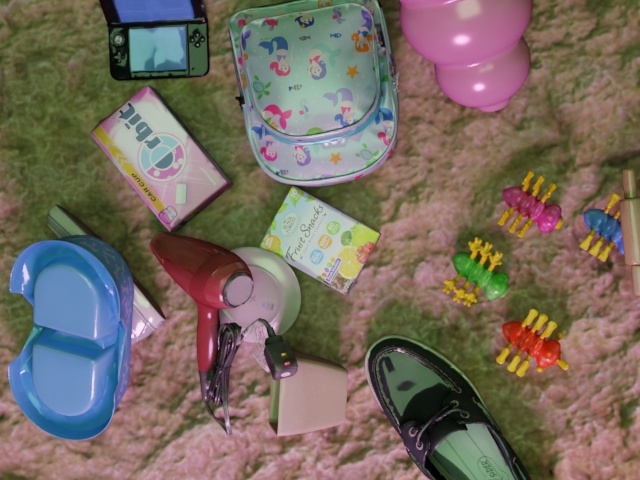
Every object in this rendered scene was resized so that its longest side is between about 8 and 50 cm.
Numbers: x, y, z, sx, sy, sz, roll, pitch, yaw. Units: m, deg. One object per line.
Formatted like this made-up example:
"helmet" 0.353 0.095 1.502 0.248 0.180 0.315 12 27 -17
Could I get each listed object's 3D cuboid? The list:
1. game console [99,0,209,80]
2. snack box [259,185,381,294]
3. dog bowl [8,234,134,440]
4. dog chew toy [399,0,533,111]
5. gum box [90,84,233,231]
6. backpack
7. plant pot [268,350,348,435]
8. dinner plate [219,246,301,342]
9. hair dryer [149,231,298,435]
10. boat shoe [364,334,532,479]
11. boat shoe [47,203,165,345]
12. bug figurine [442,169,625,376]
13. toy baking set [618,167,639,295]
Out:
"game console" -0.232 -0.290 1.760 0.144 0.085 0.124 -2 90 5
"snack box" 0.000 0.000 1.770 0.141 0.037 0.100 29 93 4
"dog bowl" -0.335 0.127 1.733 0.166 0.074 0.297 13 113 16
"dog chew toy" 0.186 -0.324 1.661 0.207 0.206 0.331 -19 115 4
"gum box" -0.224 -0.118 1.773 0.107 0.062 0.188 -39 88 4
"backpack" -0.003 -0.198 1.701 0.225 0.191 0.253 -8 95 3
"plant pot" -0.016 0.209 1.745 0.096 0.109 0.109 4 91 -9
"dinner plate" -0.097 0.078 1.772 0.141 0.017 0.141 3 106 10
"hair dryer" -0.160 0.107 1.731 0.223 0.080 0.293 -43 66 41
"boat shoe" 0.182 0.273 1.722 0.127 0.113 0.340 -34 88 4
"boat shoe" -0.317 0.052 1.774 0.081 0.079 0.227 -42 91 -1
"bug figurine" 0.305 0.036 1.731 0.216 0.072 0.279 37 97 8
"toy baking set" 0.438 -0.034 1.670 0.030 0.197 0.256 -6 93 33
